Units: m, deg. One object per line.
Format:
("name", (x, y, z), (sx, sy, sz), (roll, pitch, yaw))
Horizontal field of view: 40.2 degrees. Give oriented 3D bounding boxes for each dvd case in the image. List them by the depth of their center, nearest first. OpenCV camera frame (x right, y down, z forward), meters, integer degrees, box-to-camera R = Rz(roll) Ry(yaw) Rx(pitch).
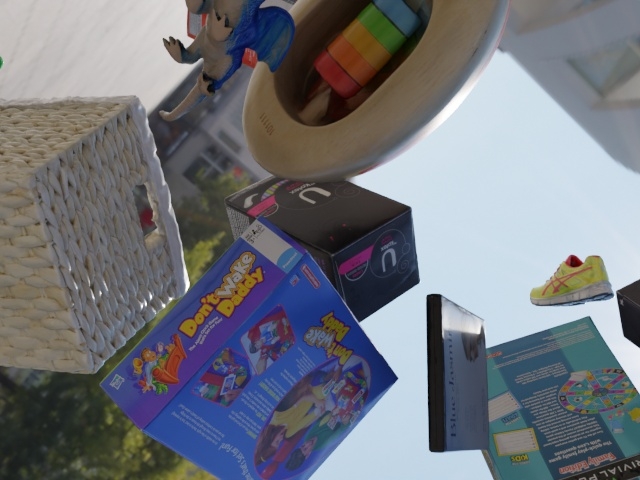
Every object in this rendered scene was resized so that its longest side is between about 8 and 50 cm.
("dvd case", (0.176, 0.173, 1.101), (0.022, 0.253, 0.180), (-4, -103, 22))

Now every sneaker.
("sneaker", (0.473, 0.076, 1.657), (0.208, 0.082, 0.094), (-23, -110, 61))

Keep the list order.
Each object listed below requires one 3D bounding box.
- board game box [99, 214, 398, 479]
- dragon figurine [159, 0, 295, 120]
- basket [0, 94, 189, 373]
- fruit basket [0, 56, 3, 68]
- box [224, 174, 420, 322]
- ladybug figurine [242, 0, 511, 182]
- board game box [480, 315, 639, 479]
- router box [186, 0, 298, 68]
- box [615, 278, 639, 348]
("board game box", (-0.058, 0.158, 0.987), (0.233, 0.347, 0.078), (-47, -125, -10))
("dragon figurine", (-0.085, -0.227, 0.948), (0.144, 0.085, 0.289), (-32, 161, -38))
("basket", (-0.417, -0.014, 1.259), (0.332, 0.328, 0.266), (3, -152, 24))
("fruit basket", (-0.862, -0.347, 1.819), (0.283, 0.392, 0.392), (-41, -167, 6))
("box", (0.000, 0.000, 1.363), (0.165, 0.143, 0.270), (-31, -143, -30))
("ladybug figurine", (0.090, -0.252, 1.205), (0.449, 0.162, 0.305), (-41, -125, 17))
("board game box", (0.373, 0.291, 1.362), (0.254, 0.079, 0.336), (-17, -140, -1))
("router box", (-0.036, -0.429, 1.696), (0.335, 0.301, 0.082), (-40, 150, -43))
("box", (0.534, 0.105, 1.237), (0.158, 0.093, 0.156), (-25, -150, -10))
